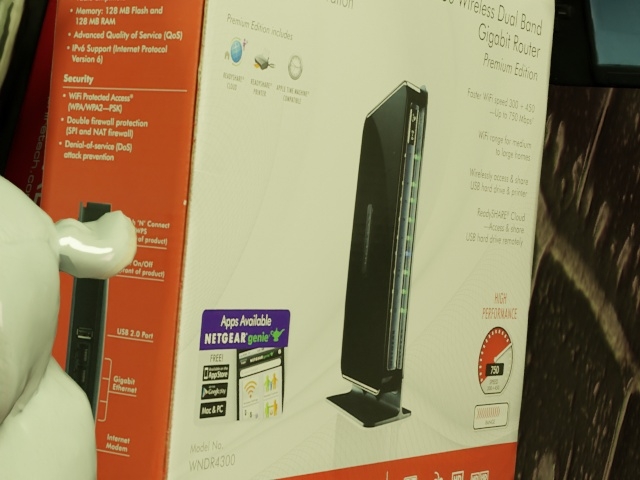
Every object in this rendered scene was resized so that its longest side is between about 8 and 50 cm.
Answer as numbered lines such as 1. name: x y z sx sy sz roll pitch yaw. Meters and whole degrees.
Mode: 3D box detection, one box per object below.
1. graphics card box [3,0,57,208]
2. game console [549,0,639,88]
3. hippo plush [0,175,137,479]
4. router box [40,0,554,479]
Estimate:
1. graphics card box: -0.027 -0.008 0.904 0.371 0.094 0.232 27 71 -55
2. game console: 0.239 -0.193 1.124 0.173 0.293 0.250 -44 130 -45
3. hippo plush: -0.164 0.022 0.547 0.234 0.237 0.294 -29 118 -54
4. router box: 0.000 0.000 0.783 0.335 0.082 0.301 3 92 -58
